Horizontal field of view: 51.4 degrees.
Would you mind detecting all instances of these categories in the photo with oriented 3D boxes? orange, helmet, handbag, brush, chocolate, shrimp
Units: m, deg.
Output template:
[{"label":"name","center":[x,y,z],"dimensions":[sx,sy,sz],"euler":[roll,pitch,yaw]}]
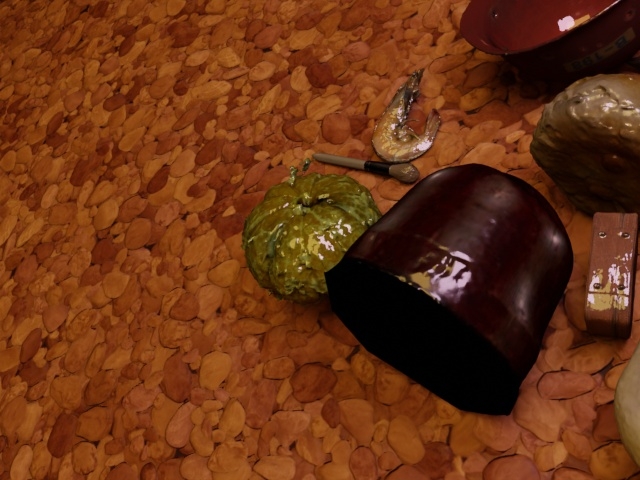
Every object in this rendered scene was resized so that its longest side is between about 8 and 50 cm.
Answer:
[{"label":"orange","center":[0.000,0.000,1.339],"dimensions":[0.301,0.223,0.300],"euler":[22,61,39]},{"label":"helmet","center":[0.503,-0.438,1.314],"dimensions":[0.385,0.230,0.338],"euler":[-29,43,27]},{"label":"handbag","center":[0.478,0.063,1.089],"dimensions":[0.072,0.151,0.193],"euler":[2,62,26]},{"label":"brush","center":[0.095,-0.175,1.508],"dimensions":[0.299,0.042,0.039],"euler":[18,54,36]},{"label":"chocolate","center":[0.240,0.048,1.132],"dimensions":[0.383,0.384,0.331],"euler":[21,59,36]},{"label":"shrimp","center":[0.208,-0.283,1.506],"dimensions":[0.143,0.052,0.251],"euler":[17,79,24]}]

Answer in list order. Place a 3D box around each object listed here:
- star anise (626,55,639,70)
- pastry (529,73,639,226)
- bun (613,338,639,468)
[{"label":"star anise","center":[0.673,-0.333,1.267],"dimensions":[0.180,0.061,0.205],"euler":[-17,54,28]},{"label":"pastry","center":[0.504,-0.149,1.099],"dimensions":[0.329,0.330,0.136],"euler":[24,71,36]},{"label":"bun","center":[0.579,0.236,0.901],"dimensions":[0.361,0.213,0.361],"euler":[-4,64,8]}]
